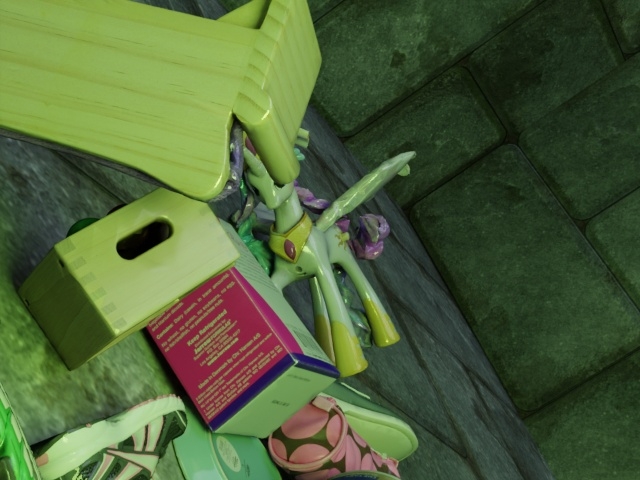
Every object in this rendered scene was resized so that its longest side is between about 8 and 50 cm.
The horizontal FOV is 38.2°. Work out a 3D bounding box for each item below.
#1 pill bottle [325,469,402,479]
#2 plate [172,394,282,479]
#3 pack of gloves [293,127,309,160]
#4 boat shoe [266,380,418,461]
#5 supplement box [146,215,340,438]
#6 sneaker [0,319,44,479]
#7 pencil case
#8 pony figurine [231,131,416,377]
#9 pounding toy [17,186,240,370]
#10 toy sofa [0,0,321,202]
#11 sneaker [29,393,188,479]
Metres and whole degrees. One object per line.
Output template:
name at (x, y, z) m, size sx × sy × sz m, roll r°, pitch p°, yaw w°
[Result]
pill bottle at (0.016, 0.292, 0.765) m, size 0.153 × 0.153 × 0.265 m, roll 57°, pitch 11°, yaw 8°
plate at (-0.077, 0.227, 0.901) m, size 0.188 × 0.024 × 0.188 m, roll 53°, pitch 12°, yaw -16°
pack of gloves at (-0.135, -0.164, 1.422) m, size 0.232 × 0.046 × 0.195 m, roll 21°, pitch -10°, yaw 1°
boat shoe at (0.018, 0.205, 1.128) m, size 0.319 × 0.116 × 0.099 m, roll 35°, pitch 27°, yaw -48°
supplement box at (-0.099, 0.079, 0.938) m, size 0.220 × 0.114 × 0.111 m, roll 53°, pitch 10°, yaw 26°
sneaker at (-0.217, 0.063, 0.505) m, size 0.343 × 0.134 × 0.146 m, roll 59°, pitch 11°, yaw 22°
pencil case at (0.023, 0.246, 1.023) m, size 0.095 × 0.098 × 0.209 m, roll 29°, pitch -17°, yaw 38°
pony figurine at (0.000, 0.000, 1.364) m, size 0.351 × 0.303 × 0.363 m, roll -18°, pitch 88°, yaw -69°
pounding toy at (-0.160, 0.023, 0.796) m, size 0.181 × 0.206 × 0.094 m, roll -34°, pitch 91°, yaw -36°
toy sofa at (-0.193, -0.133, 0.731) m, size 0.363 × 0.177 × 0.150 m, roll 15°, pitch -11°, yaw 9°
sneaker at (-0.152, 0.169, 0.687) m, size 0.178 × 0.072 × 0.077 m, roll -7°, pitch 74°, yaw -69°
